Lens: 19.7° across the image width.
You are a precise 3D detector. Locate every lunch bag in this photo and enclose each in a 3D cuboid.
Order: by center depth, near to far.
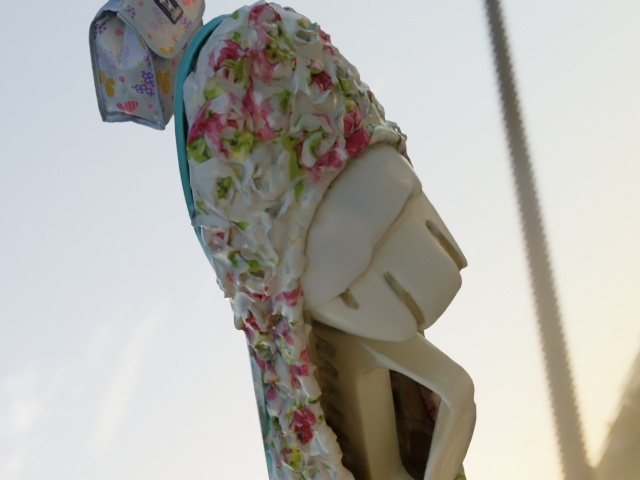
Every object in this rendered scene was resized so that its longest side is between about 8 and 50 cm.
[{"bbox_3d":[-0.099,-0.117,1.065,0.071,0.053,0.083,-59,-29,-49],"label":"lunch bag"}]

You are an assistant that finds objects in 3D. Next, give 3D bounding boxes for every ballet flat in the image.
[{"bbox_3d":[0.015,0.025,0.611,0.091,0.077,0.241,-49,-36,-30],"label":"ballet flat"}]
